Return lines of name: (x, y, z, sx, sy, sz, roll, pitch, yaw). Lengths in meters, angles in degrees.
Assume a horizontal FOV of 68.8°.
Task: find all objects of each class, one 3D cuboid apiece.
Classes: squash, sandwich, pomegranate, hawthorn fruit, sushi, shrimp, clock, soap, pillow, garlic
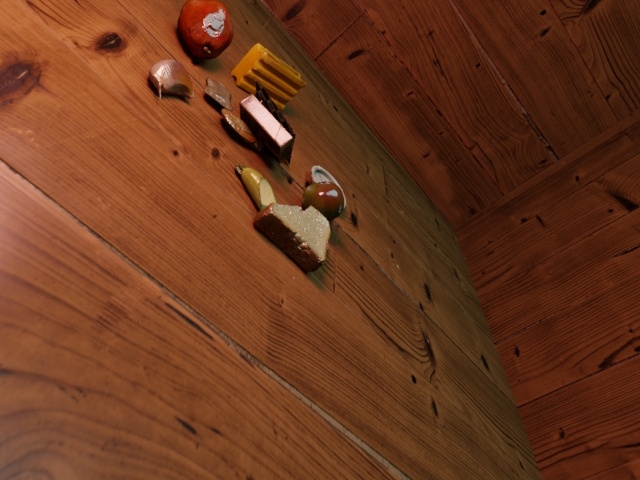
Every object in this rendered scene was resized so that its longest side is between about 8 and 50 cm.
squash: (-0.221, -0.192, 1.587, 0.090, 0.075, 0.200, -30, 82, -41)
sandwich: (-0.090, -0.053, 1.614, 0.288, 0.099, 0.254, 43, 32, -25)
pomegranate: (0.012, -0.131, 1.861, 0.180, 0.179, 0.210, -60, 148, -65)
hawthorn fruit: (-0.455, -0.821, 1.843, 0.224, 0.224, 0.261, 32, 44, -41)
sushi: (-0.210, -0.471, 1.913, 0.290, 0.050, 0.264, 56, -18, 8)
shrimp: (-0.297, -0.409, 1.762, 0.217, 0.051, 0.115, 45, 23, -33)
clock: (0.026, -0.233, 2.135, 0.236, 0.053, 0.237, 39, 29, -27)
soap: (-0.232, -0.751, 2.170, 0.324, 0.204, 0.096, 16, 41, -56)
pillow: (-0.393, -0.572, 1.815, 0.130, 0.033, 0.218, 32, 24, -30)
garlic: (-0.491, -0.517, 1.514, 0.129, 0.090, 0.198, 64, 17, -9)

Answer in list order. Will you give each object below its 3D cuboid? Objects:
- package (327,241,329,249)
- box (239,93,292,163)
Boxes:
package: (0.000, 0.000, 1.801, 0.083, 0.029, 0.059, 37, 24, -16)
box: (-0.210, -0.425, 1.799, 0.240, 0.071, 0.159, 48, -18, 7)
